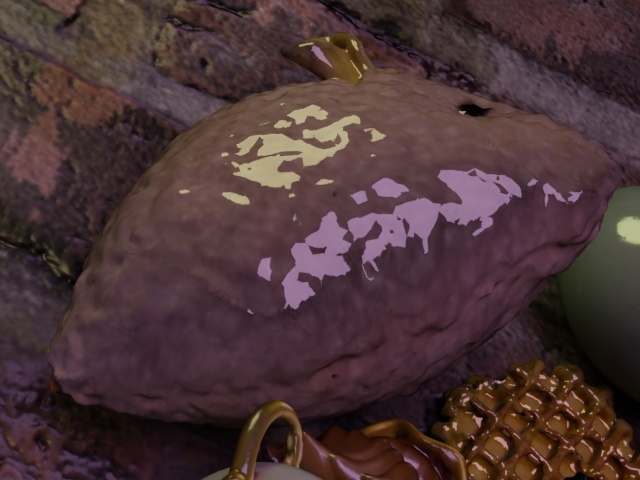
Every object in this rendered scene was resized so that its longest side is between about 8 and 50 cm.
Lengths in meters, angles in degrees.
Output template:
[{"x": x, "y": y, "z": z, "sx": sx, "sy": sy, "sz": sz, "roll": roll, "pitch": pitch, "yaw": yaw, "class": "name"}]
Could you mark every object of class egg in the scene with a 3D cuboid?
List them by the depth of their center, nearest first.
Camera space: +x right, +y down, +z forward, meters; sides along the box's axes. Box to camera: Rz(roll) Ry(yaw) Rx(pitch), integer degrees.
[{"x": 0.259, "y": 0.043, "z": 0.770, "sx": 0.149, "sy": 0.149, "sz": 0.192, "roll": -23, "pitch": 57, "yaw": -31, "class": "egg"}]

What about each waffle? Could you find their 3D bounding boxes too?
[{"x": 0.157, "y": 0.168, "z": 0.726, "sx": 0.191, "sy": 0.038, "sz": 0.191, "roll": 10, "pitch": 60, "yaw": -18, "class": "waffle"}]

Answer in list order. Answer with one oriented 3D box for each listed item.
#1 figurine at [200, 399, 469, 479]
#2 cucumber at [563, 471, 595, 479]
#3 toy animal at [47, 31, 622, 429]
[{"x": 0.004, "y": 0.178, "z": 0.550, "sx": 0.263, "sy": 0.142, "sz": 0.189, "roll": 10, "pitch": 85, "yaw": -61, "class": "figurine"}, {"x": 0.139, "y": 0.221, "z": 0.579, "sx": 0.086, "sy": 0.115, "sz": 0.193, "roll": 2, "pitch": 27, "yaw": 25, "class": "cucumber"}, {"x": -0.007, "y": 0.002, "z": 0.658, "sx": 0.358, "sy": 0.188, "sz": 0.226, "roll": -20, "pitch": 39, "yaw": -17, "class": "toy animal"}]
